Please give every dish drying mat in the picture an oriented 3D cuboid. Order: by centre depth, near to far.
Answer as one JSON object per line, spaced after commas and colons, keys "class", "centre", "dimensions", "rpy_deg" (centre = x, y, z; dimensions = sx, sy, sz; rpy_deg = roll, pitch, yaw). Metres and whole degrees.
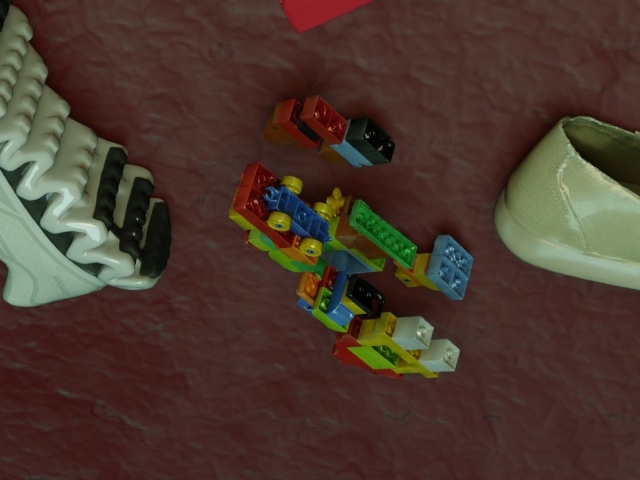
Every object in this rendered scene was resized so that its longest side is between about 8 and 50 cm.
{"class": "dish drying mat", "centre": [0.016, -0.152, 1.116], "dimensions": [0.083, 0.008, 0.032], "rpy_deg": [-22, 121, 16]}

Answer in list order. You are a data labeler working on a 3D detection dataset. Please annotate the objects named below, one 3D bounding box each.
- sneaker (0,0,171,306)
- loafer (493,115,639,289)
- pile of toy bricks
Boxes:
{"class": "sneaker", "centre": [-0.211, -0.069, 1.127], "dimensions": [0.118, 0.110, 0.292], "rpy_deg": [-19, 121, 24]}
{"class": "loafer", "centre": [0.244, -0.014, 1.146], "dimensions": [0.268, 0.102, 0.092], "rpy_deg": [8, 130, -3]}
{"class": "pile of toy bricks", "centre": [0.000, 0.000, 1.177], "dimensions": [0.105, 0.118, 0.212], "rpy_deg": [-6, 146, 39]}
